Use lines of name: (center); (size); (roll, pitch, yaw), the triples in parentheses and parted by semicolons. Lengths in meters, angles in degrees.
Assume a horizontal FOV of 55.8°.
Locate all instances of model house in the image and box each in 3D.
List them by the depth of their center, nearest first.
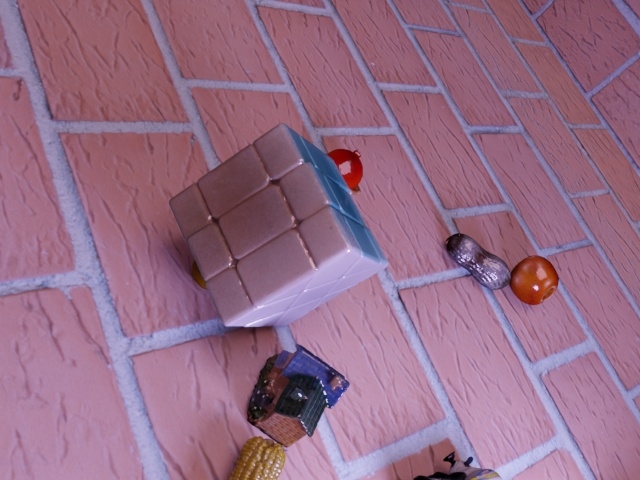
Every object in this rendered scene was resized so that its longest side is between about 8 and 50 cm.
model house: (-0.043, 0.327, 1.311); (0.166, 0.172, 0.183); (39, 46, -8)

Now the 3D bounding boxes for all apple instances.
apple: (0.704, 0.133, 1.989); (0.163, 0.163, 0.139); (-7, 53, -38)

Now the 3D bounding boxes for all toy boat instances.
toy boat: (0.306, 0.581, 1.412); (0.269, 0.141, 0.141); (-11, 67, -42)

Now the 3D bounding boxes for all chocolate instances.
chocolate: (0.506, 0.068, 1.932); (0.248, 0.110, 0.110); (34, 46, -10)

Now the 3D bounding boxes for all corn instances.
corn: (-0.149, 0.517, 1.160); (0.101, 0.101, 0.292); (32, 50, -13)

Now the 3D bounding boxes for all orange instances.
orange: (-0.255, 0.068, 1.407); (0.085, 0.085, 0.095); (-2, 63, -36)

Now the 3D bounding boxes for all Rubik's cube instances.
Rubik's cube: (-0.082, -0.014, 1.346); (0.316, 0.319, 0.322); (63, 14, 18)

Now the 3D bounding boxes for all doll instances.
doll: (0.046, -0.199, 1.815); (0.183, 0.085, 0.217); (35, 63, -7)
